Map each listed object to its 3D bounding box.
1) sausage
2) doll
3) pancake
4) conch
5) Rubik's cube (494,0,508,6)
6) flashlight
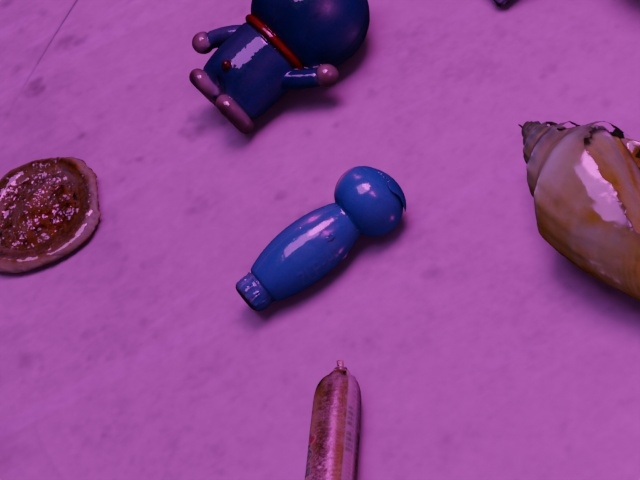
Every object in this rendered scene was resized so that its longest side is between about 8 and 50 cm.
[{"bbox_3d":[0.002,0.185,1.091,0.033,0.033,0.269,-8,52,18],"label":"sausage"},{"bbox_3d":[-0.023,-0.150,1.338,0.152,0.085,0.114,-46,64,-1],"label":"doll"},{"bbox_3d":[-0.210,-0.021,1.359,0.108,0.017,0.108,-9,52,12],"label":"pancake"},{"bbox_3d":[0.188,-0.019,1.143,0.095,0.079,0.201,-36,64,-23],"label":"conch"},{"bbox_3d":[0.140,-0.318,1.284,0.178,0.190,0.211,-33,30,59],"label":"Rubik's cube"},{"bbox_3d":[0.000,0.000,1.228,0.129,0.051,0.051,-39,49,-6],"label":"flashlight"}]
